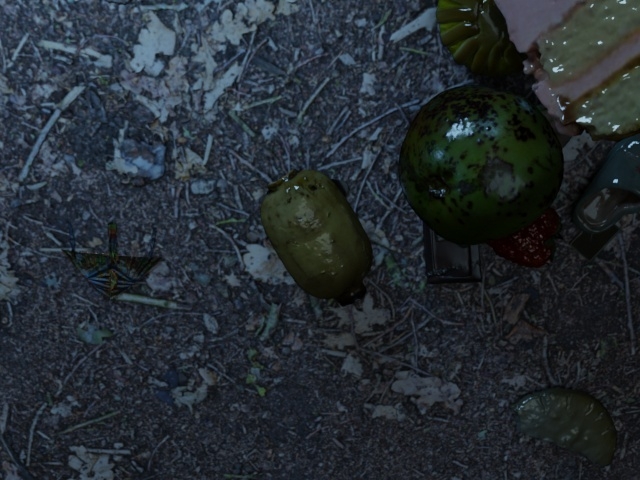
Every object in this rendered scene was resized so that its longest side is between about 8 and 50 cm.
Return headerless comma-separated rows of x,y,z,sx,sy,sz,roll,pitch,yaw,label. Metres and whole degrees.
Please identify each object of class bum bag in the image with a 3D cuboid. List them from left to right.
0.250,0.007,1.531,0.109,0.026,0.160,-2,107,15,bum bag

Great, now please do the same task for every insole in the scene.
-0.014,-0.088,1.485,0.134,0.002,0.045,-11,112,-3,insole

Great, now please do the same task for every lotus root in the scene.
0.000,0.000,1.449,0.160,0.146,0.284,-22,110,25,lotus root

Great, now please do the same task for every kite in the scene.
-0.386,0.040,1.486,0.182,0.010,0.160,4,111,-9,kite

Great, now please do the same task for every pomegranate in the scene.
0.305,-0.151,1.385,0.340,0.285,0.285,-29,117,-31,pomegranate

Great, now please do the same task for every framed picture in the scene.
0.541,-0.008,1.584,0.066,0.007,0.089,36,103,-18,framed picture

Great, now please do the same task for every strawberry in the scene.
0.373,-0.017,1.498,0.148,0.131,0.131,13,110,-8,strawberry

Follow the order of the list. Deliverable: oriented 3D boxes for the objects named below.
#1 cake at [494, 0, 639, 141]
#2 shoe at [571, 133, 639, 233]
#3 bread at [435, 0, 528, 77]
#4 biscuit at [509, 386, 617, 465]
0.468,-0.320,1.193,0.293,0.314,0.307,-31,82,47,cake
0.576,-0.108,1.499,0.103,0.100,0.251,33,106,-16,shoe
0.296,-0.379,1.355,0.213,0.105,0.214,-2,114,-4,bread
0.543,0.389,1.726,0.289,0.038,0.141,26,106,-16,biscuit
